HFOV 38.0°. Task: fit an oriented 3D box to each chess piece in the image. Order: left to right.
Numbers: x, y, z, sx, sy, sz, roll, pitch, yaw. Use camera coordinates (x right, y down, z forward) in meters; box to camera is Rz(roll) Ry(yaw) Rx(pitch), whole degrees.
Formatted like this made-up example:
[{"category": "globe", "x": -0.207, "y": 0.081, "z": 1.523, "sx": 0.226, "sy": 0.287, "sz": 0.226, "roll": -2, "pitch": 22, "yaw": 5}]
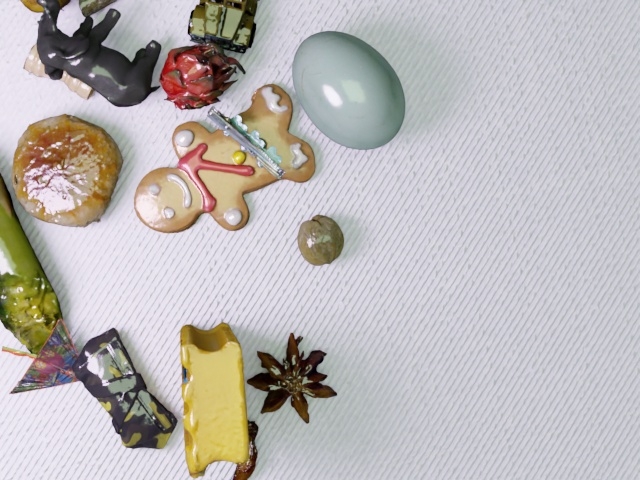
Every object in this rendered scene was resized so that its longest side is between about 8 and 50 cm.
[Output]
[{"category": "chess piece", "x": -0.453, "y": -0.297, "z": 1.638, "sx": 0.122, "sy": 0.066, "sz": 0.066, "roll": 31, "pitch": 87, "yaw": -9}]

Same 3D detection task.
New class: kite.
[{"category": "kite", "x": -0.481, "y": 0.213, "z": 1.632, "sx": 0.159, "sy": 0.010, "sz": 0.190, "roll": 29, "pitch": 111, "yaw": -26}]

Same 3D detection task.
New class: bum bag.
[{"category": "bum bag", "x": -0.344, "y": 0.272, "z": 1.639, "sx": 0.106, "sy": 0.060, "sz": 0.232, "roll": -32, "pitch": 91, "yaw": -4}]

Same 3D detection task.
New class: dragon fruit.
[{"category": "dragon fruit", "x": -0.213, "y": -0.285, "z": 1.619, "sx": 0.142, "sy": 0.130, "sz": 0.121, "roll": -36, "pitch": 131, "yaw": 7}]

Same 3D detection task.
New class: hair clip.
[{"category": "hair clip", "x": -0.125, "y": -0.175, "z": 1.622, "sx": 0.173, "sy": 0.049, "sz": 0.049, "roll": 42, "pitch": 87, "yaw": -4}]

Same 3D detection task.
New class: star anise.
[{"category": "star anise", "x": -0.050, "y": 0.252, "z": 1.663, "sx": 0.168, "sy": 0.057, "sz": 0.168, "roll": 0, "pitch": 88, "yaw": -4}]

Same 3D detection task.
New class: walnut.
[{"category": "walnut", "x": 0.000, "y": 0.000, "z": 1.658, "sx": 0.092, "sy": 0.092, "sz": 0.092, "roll": 0, "pitch": 90, "yaw": -4}]

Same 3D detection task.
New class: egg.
[{"category": "egg", "x": 0.048, "y": -0.261, "z": 1.618, "sx": 0.168, "sy": 0.168, "sz": 0.231, "roll": -40, "pitch": 90, "yaw": -3}]

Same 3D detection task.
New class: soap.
[{"category": "soap", "x": -0.179, "y": 0.246, "z": 1.525, "sx": 0.096, "sy": 0.324, "sz": 0.204, "roll": -3, "pitch": 91, "yaw": -9}]

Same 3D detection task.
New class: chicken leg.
[{"category": "chicken leg", "x": -0.142, "y": 0.393, "z": 1.666, "sx": 0.062, "sy": 0.037, "sz": 0.145, "roll": 7, "pitch": 88, "yaw": 18}]

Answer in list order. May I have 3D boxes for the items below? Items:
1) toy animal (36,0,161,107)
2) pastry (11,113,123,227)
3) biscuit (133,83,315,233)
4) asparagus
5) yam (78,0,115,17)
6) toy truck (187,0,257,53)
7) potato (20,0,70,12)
[{"category": "toy animal", "x": -0.380, "y": -0.322, "z": 1.579, "sx": 0.245, "sy": 0.114, "sz": 0.146, "roll": 26, "pitch": 61, "yaw": -13}, {"category": "pastry", "x": -0.444, "y": -0.122, "z": 1.619, "sx": 0.182, "sy": 0.093, "sz": 0.192, "roll": 19, "pitch": 89, "yaw": -1}, {"category": "biscuit", "x": -0.177, "y": -0.124, "z": 1.662, "sx": 0.339, "sy": 0.047, "sz": 0.216, "roll": -26, "pitch": 90, "yaw": -4}, {"category": "asparagus", "x": -0.543, "y": 0.027, "z": 1.599, "sx": 0.108, "sy": 0.128, "sz": 0.382, "roll": -28, "pitch": 94, "yaw": -46}, {"category": "yam", "x": -0.387, "y": -0.435, "z": 1.651, "sx": 0.094, "sy": 0.043, "sz": 0.043, "roll": -30, "pitch": 92, "yaw": -2}, {"category": "toy truck", "x": -0.155, "y": -0.465, "z": 1.629, "sx": 0.127, "sy": 0.127, "sz": 0.257, "roll": 12, "pitch": 92, "yaw": -5}, {"category": "potato", "x": -0.463, "y": -0.478, "z": 1.603, "sx": 0.137, "sy": 0.137, "sz": 0.176, "roll": 34, "pitch": 84, "yaw": -3}]
